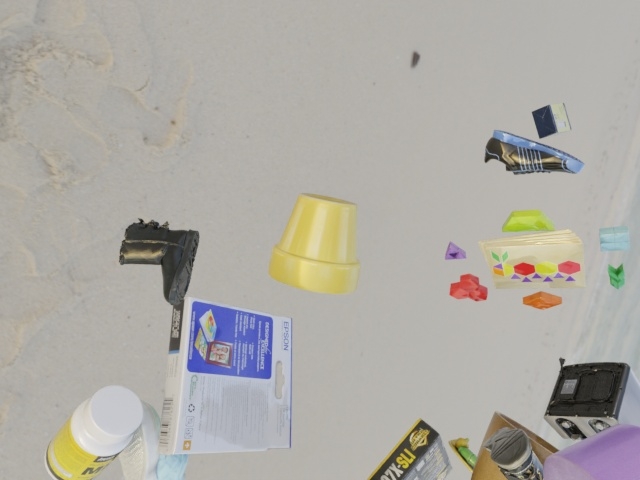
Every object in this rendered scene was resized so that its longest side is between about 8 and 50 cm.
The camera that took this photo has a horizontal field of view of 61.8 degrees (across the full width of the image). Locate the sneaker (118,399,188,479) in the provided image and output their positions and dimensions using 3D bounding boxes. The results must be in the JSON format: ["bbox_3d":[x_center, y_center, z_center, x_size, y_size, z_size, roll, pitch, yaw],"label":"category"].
[{"bbox_3d":[-0.367,0.460,1.209,0.150,0.135,0.365,-31,145,-41],"label":"sneaker"}]

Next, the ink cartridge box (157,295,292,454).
[{"bbox_3d":[-0.189,0.296,1.155,0.307,0.072,0.303,23,60,-47],"label":"ink cartridge box"}]

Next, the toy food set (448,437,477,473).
[{"bbox_3d":[0.537,0.754,1.827,0.071,0.218,0.128,-44,152,4],"label":"toy food set"}]

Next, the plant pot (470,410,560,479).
[{"bbox_3d":[0.467,0.592,1.303,0.254,0.237,0.237,-57,142,-2],"label":"plant pot"}]

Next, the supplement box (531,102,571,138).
[{"bbox_3d":[0.658,-0.340,1.522,0.083,0.056,0.083,-15,89,-36],"label":"supplement box"}]

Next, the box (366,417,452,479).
[{"bbox_3d":[0.218,0.674,1.456,0.322,0.079,0.257,-43,138,-17],"label":"box"}]

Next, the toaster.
[{"bbox_3d":[0.615,0.358,1.198,0.110,0.168,0.185,51,53,-15],"label":"toaster"}]

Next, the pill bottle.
[{"bbox_3d":[-0.426,0.367,1.010,0.119,0.119,0.208,-3,144,-51],"label":"pill bottle"}]

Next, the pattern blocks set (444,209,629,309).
[{"bbox_3d":[0.405,0.042,1.024,0.285,0.325,0.026,70,30,-47],"label":"pattern blocks set"}]

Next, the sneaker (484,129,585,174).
[{"bbox_3d":[0.523,-0.198,1.327,0.081,0.232,0.090,-25,137,-59],"label":"sneaker"}]

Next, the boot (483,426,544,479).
[{"bbox_3d":[0.425,0.473,1.073,0.085,0.178,0.236,-39,166,-3],"label":"boot"}]

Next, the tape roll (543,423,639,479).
[{"bbox_3d":[0.349,0.336,0.544,0.090,0.274,0.274,-22,127,-6],"label":"tape roll"}]

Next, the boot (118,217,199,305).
[{"bbox_3d":[-0.228,0.028,0.738,0.045,0.099,0.121,91,7,-64],"label":"boot"}]

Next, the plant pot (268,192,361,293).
[{"bbox_3d":[0.000,0.000,1.483,0.254,0.254,0.238,0,105,-52],"label":"plant pot"}]
